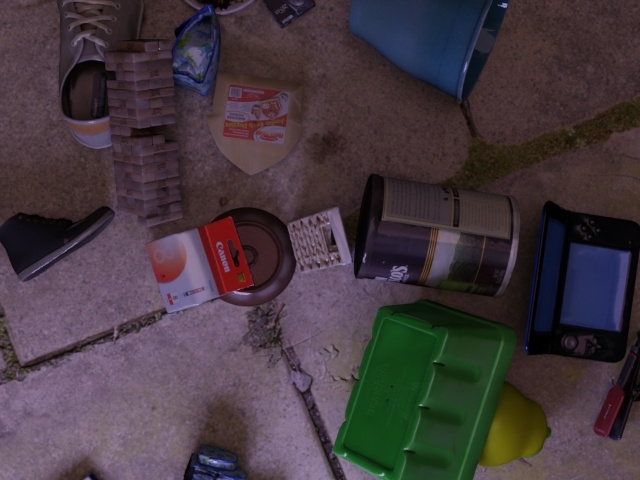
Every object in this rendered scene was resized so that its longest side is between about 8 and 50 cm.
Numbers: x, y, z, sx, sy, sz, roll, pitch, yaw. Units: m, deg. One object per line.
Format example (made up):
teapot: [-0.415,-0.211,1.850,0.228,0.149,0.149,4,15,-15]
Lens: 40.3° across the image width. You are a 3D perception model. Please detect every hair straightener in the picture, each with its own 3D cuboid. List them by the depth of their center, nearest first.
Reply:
hair straightener: [0.623,0.292,1.755,0.089,0.047,0.230,23,84,-32]

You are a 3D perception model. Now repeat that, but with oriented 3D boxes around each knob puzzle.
knob puzzle: [-0.129,-0.225,1.726,0.213,0.030,0.213,0,88,-4]

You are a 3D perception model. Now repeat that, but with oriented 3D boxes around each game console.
game console: [0.510,0.087,1.684,0.250,0.173,0.292,8,89,-3]

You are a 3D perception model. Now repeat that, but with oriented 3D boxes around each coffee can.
coffee can: [0.215,-0.008,1.654,0.276,0.201,0.201,8,88,-3]

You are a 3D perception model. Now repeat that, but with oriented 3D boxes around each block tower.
block tower: [-0.329,-0.201,1.625,0.091,0.097,0.335,-19,113,-45]

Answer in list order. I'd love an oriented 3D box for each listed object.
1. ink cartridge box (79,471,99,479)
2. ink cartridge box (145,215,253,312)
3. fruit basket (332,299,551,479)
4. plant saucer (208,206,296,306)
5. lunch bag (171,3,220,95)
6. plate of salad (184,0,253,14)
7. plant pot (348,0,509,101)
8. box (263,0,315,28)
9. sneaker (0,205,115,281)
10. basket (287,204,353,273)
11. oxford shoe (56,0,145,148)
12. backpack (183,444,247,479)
ink cartridge box: [-0.461,0.603,1.682,0.224,0.045,0.223,-41,91,-3]
ink cartridge box: [-0.235,0.048,1.680,0.179,0.045,0.145,-18,90,20]
fruit basket: [0.249,0.317,1.660,0.392,0.283,0.391,-15,112,-41]
plant saucer: [-0.145,0.032,1.717,0.199,0.036,0.198,0,88,-4]
lunch bag: [-0.234,-0.369,1.675,0.096,0.129,0.151,22,88,-4]
plate of salad: [-0.202,-0.547,1.721,0.200,0.048,0.199,0,89,-4]
plant pot: [0.200,-0.433,1.644,0.255,0.271,0.271,23,88,11]
box: [-0.062,-0.474,1.741,0.083,0.018,0.067,-34,90,-4]
sneaker: [-0.513,-0.028,1.674,0.222,0.083,0.118,-34,90,-2]
basket: [0.000,0.000,1.663,0.103,0.167,0.113,-15,90,1]
oxford shoe: [-0.428,-0.403,1.667,0.169,0.130,0.448,0,87,-1]
backpack: [-0.198,0.445,1.670,0.114,0.105,0.084,21,88,-5]
